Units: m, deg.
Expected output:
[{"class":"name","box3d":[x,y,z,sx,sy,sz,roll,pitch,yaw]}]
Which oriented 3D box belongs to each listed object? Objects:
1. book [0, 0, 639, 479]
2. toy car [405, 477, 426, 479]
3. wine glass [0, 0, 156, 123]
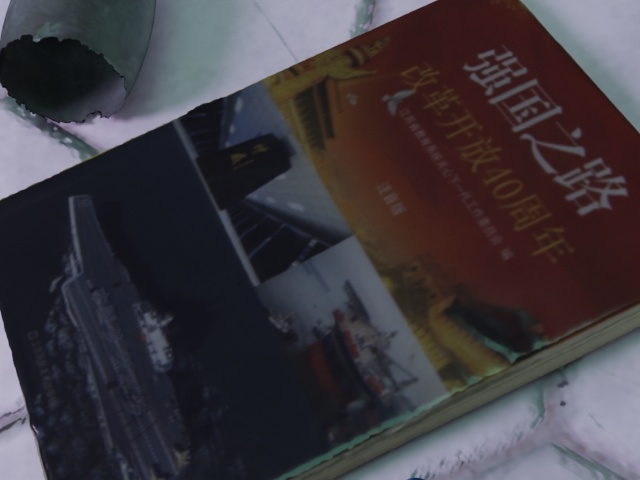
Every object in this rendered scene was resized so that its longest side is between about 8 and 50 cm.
[{"class":"book","box3d":[0.000,0.000,0.554,0.373,0.028,0.263,-26,53,-5]},{"class":"toy car","box3d":[0.095,0.161,0.381,0.191,0.097,0.100,34,61,29]},{"class":"wine glass","box3d":[-0.231,-0.228,0.715,0.264,0.096,0.310,1,58,11]}]
